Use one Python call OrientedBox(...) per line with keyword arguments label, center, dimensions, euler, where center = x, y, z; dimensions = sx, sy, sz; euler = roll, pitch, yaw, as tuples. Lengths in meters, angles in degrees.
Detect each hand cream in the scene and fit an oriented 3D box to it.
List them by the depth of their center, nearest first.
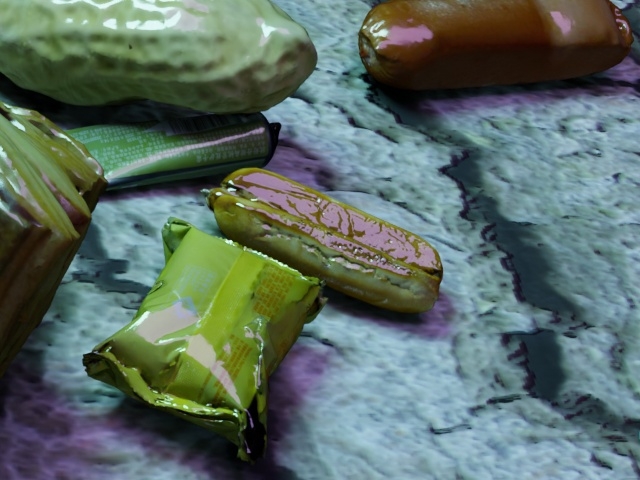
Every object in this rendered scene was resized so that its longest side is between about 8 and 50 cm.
OrientedBox(label="hand cream", center=(-0.147, -0.083, 1.751), dimensions=(0.235, 0.055, 0.086), euler=(-9, 45, -22))

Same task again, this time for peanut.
OrientedBox(label="peanut", center=(-0.164, -0.185, 1.753), dimensions=(0.325, 0.153, 0.140), euler=(11, 50, 3))

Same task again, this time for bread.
OrientedBox(label="bread", center=(-0.313, -0.016, 1.456), dimensions=(0.324, 0.277, 0.167), euler=(44, 21, 23))

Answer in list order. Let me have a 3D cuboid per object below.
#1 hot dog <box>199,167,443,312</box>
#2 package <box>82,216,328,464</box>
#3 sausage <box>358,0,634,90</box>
OrientedBox(label="hot dog", center=(0.000, 0.000, 1.709), dimensions=(0.235, 0.062, 0.092), euler=(25, 40, -1))
OrientedBox(label="package", center=(-0.088, 0.076, 1.563), dimensions=(0.168, 0.090, 0.226), euler=(27, 43, 1))
OrientedBox(label="sausage", center=(0.185, -0.213, 2.009), dimensions=(0.348, 0.094, 0.097), euler=(-7, 61, -33))
